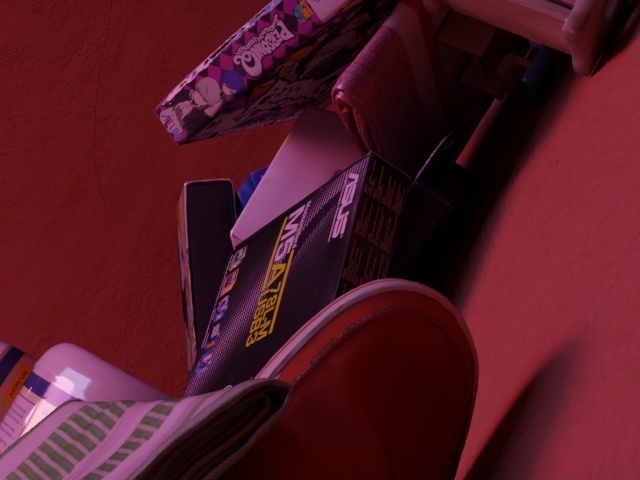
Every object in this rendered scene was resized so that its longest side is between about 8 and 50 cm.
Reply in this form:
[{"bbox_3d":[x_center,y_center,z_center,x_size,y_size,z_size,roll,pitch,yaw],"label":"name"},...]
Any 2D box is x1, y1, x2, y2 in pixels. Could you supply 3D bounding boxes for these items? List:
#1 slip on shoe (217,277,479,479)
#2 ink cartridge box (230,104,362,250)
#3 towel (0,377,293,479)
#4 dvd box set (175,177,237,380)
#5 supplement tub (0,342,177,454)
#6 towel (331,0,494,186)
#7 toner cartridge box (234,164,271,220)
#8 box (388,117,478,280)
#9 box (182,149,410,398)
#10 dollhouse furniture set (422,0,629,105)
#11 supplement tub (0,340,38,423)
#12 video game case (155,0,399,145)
[{"bbox_3d":[-0.010,0.165,0.582,0.101,0.123,0.331,-12,45,61],"label":"slip on shoe"},{"bbox_3d":[0.000,0.000,1.174,0.148,0.086,0.203,-61,-18,-25],"label":"ink cartridge box"},{"bbox_3d":[-0.163,0.151,0.634,0.248,0.038,0.325,-40,7,-23],"label":"towel"},{"bbox_3d":[-0.142,0.090,1.705,0.420,0.062,0.307,165,100,-82],"label":"dvd box set"},{"bbox_3d":[-0.202,0.274,1.101,0.324,0.235,0.235,-60,5,-10],"label":"supplement tub"},{"bbox_3d":[0.122,-0.188,1.059,0.329,0.037,0.237,-57,-22,-14],"label":"towel"},{"bbox_3d":[-0.005,-0.053,1.491,0.165,0.075,0.348,-20,0,-9],"label":"toner cartridge box"},{"bbox_3d":[0.058,0.013,1.023,0.225,0.036,0.136,-58,-7,18],"label":"box"},{"bbox_3d":[-0.023,0.052,0.944,0.184,0.045,0.190,-35,31,47],"label":"box"},{"bbox_3d":[0.166,-0.181,0.944,0.129,0.129,0.183,-60,-25,-8],"label":"dollhouse furniture set"},{"bbox_3d":[-0.288,0.276,1.470,0.228,0.316,0.228,-59,5,9],"label":"supplement tub"},{"bbox_3d":[0.006,-0.161,1.064,0.210,0.041,0.232,-37,-8,29],"label":"video game case"}]
